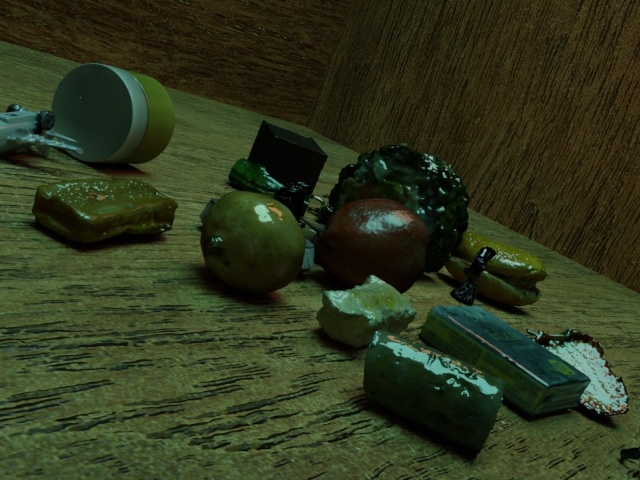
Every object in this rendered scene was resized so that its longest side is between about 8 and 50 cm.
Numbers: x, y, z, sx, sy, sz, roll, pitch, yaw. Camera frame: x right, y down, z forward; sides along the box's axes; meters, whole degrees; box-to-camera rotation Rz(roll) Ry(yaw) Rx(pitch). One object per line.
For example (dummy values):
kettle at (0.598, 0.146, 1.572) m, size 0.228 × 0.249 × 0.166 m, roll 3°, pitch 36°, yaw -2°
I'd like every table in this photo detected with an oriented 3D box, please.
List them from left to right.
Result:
table at (-0.107, -0.226, 2.216) m, size 0.169 × 0.172 × 0.193 m, roll 18°, pitch 18°, yaw -23°

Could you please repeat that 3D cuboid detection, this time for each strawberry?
strawberry at (0.475, 0.264, 1.441) m, size 0.167 × 0.087 × 0.208 m, roll -1°, pitch 45°, yaw -13°

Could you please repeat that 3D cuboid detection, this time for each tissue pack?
tissue pack at (0.327, 0.212, 1.361) m, size 0.257 × 0.081 × 0.185 m, roll 34°, pitch 17°, yaw 38°

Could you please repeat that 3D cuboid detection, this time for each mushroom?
mushroom at (0.000, 0.000, 1.725) m, size 0.084 × 0.071 × 0.209 m, roll 29°, pitch 10°, yaw 7°

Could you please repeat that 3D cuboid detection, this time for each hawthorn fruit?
hawthorn fruit at (0.083, 0.007, 1.546) m, size 0.262 × 0.211 × 0.210 m, roll 10°, pitch 15°, yaw -12°

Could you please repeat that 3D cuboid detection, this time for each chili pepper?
chili pepper at (-0.136, -0.144, 2.049) m, size 0.253 × 0.083 × 0.099 m, roll 30°, pitch 10°, yaw 14°

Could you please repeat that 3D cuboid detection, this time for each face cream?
face cream at (-0.472, -0.285, 1.745) m, size 0.218 × 0.218 × 0.179 m, roll 26°, pitch 12°, yaw 16°

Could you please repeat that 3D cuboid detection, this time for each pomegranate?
pomegranate at (-0.122, 0.004, 1.280) m, size 0.196 × 0.196 × 0.196 m, roll 21°, pitch 13°, yaw -5°

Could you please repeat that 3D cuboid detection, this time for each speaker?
speaker at (0.527, 0.345, 1.200) m, size 0.094 × 0.060 × 0.075 m, roll 32°, pitch 15°, yaw 36°

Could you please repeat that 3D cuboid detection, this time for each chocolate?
chocolate at (0.368, 0.080, 1.831) m, size 0.070 × 0.147 × 0.072 m, roll 20°, pitch 5°, yaw 6°

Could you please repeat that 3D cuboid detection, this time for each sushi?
sushi at (0.204, -0.092, 1.930) m, size 0.352 × 0.294 × 0.178 m, roll 29°, pitch 10°, yaw 34°

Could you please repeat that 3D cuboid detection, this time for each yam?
yam at (0.149, 0.203, 1.047) m, size 0.194 × 0.107 × 0.107 m, roll 23°, pitch 13°, yaw 10°

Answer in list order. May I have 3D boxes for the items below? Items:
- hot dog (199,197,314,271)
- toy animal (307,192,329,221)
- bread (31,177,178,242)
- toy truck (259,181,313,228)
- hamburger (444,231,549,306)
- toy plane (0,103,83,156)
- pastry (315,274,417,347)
hot dog at (-0.124, -0.008, 1.528) m, size 0.268 × 0.075 × 0.144 m, roll 26°, pitch 8°, yaw 31°
toy animal at (0.025, -0.087, 2.153) m, size 0.099 × 0.057 × 0.241 m, roll 34°, pitch 14°, yaw 19°
bread at (-0.355, -0.048, 1.294) m, size 0.139 × 0.077 × 0.271 m, roll 30°, pitch 16°, yaw 15°
toy truck at (-0.095, -0.071, 1.738) m, size 0.127 × 0.127 × 0.257 m, roll 9°, pitch 10°, yaw 9°
hamburger at (0.438, 0.081, 1.955) m, size 0.283 × 0.144 × 0.156 m, roll 21°, pitch 19°, yaw 14°
toy plane at (-0.608, -0.217, 1.507) m, size 0.251 × 0.101 × 0.255 m, roll 13°, pitch 10°, yaw 17°
pastry at (0.081, 0.124, 1.292) m, size 0.121 × 0.089 × 0.258 m, roll 22°, pitch 13°, yaw 20°
